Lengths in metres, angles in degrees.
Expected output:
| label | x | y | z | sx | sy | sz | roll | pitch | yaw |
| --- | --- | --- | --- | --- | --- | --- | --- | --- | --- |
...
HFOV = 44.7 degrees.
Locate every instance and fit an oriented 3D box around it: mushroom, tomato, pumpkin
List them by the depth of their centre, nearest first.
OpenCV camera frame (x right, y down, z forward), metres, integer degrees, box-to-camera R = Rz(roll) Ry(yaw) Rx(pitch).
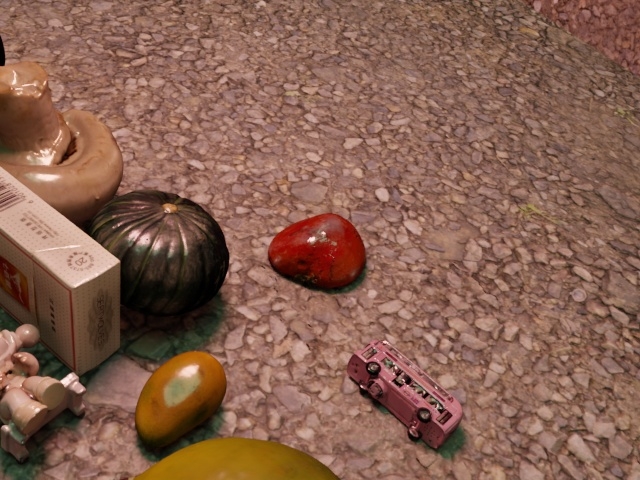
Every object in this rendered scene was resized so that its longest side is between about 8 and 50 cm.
| label | x | y | z | sx | sy | sz | roll | pitch | yaw |
| --- | --- | --- | --- | --- | --- | --- | --- | --- | --- |
| pumpkin | -0.280 | 0.030 | 1.321 | 0.250 | 0.216 | 0.250 | 32 | 13 | -8 |
| mushroom | -0.504 | -0.182 | 1.418 | 0.293 | 0.290 | 0.292 | 7 | 40 | -6 |
| tomato | 0.000 | 0.000 | 1.498 | 0.189 | 0.099 | 0.173 | 19 | 44 | 8 |

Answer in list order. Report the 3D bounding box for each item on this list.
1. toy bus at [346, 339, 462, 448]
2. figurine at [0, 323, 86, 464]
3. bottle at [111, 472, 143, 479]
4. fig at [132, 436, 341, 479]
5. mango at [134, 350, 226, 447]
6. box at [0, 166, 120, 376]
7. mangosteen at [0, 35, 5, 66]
| label | x | y | z | sx | sy | sz | roll | pitch | yaw |
| --- | --- | --- | --- | --- | --- | --- | --- | --- | --- |
| toy bus | 0.140 | 0.251 | 1.292 | 0.203 | 0.063 | 0.090 | 39 | 44 | 23 |
| figurine | -0.481 | 0.195 | 1.145 | 0.257 | 0.144 | 0.182 | 32 | 65 | 16 |
| bottle | -0.255 | 0.349 | 1.090 | 0.101 | 0.063 | 0.047 | -3 | 73 | -14 |
| fig | -0.085 | 0.383 | 0.912 | 0.343 | 0.343 | 0.343 | 8 | 42 | -7 |
| mango | -0.218 | 0.238 | 1.192 | 0.163 | 0.089 | 0.111 | -30 | 58 | -28 |
| box | -0.463 | 0.038 | 1.251 | 0.330 | 0.210 | 0.095 | 33 | 46 | 21 |
| mangosteen | -0.783 | -0.363 | 1.579 | 0.288 | 0.288 | 0.288 | 8 | 42 | -7 |
